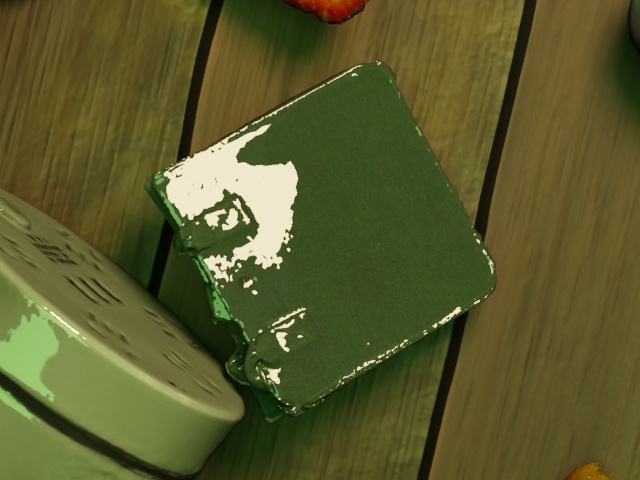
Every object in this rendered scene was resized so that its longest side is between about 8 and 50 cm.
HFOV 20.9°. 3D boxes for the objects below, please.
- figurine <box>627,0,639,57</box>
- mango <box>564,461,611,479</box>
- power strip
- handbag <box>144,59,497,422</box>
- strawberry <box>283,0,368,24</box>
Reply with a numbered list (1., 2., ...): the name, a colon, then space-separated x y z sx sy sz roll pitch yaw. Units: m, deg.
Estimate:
1. figurine: 0.400 -0.220 1.521 0.265 0.175 0.197 -22 95 11
2. mango: 0.248 0.268 1.593 0.077 0.063 0.127 -10 86 8
3. power strip: -0.228 0.105 1.473 0.357 0.357 0.161 39 95 1
4. handbag: 0.001 -0.001 1.544 0.260 0.079 0.247 -29 91 -21
5. strawberry: -0.029 -0.305 1.562 0.175 0.107 0.236 -12 99 32
